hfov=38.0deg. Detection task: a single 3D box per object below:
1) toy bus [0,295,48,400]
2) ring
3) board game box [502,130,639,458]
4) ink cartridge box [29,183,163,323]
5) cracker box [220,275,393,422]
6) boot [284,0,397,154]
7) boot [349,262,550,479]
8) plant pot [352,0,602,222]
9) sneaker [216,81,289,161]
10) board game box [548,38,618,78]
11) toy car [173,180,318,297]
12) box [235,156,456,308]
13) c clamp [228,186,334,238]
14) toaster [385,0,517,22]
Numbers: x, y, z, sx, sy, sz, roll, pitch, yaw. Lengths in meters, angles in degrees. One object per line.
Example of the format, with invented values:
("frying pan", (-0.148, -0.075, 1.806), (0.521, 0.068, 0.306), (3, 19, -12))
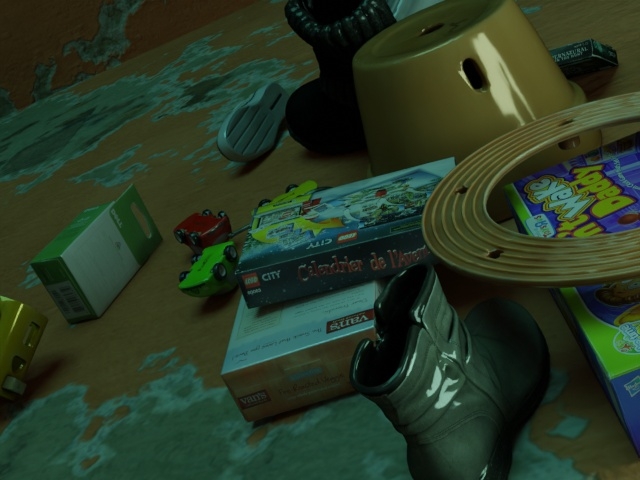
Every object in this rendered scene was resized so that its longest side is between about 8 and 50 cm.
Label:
("toy bus", (-0.419, 0.162, 1.159), (0.104, 0.202, 0.191), (14, 28, 12))
("ring", (0.249, -0.048, 0.785), (0.337, 0.032, 0.336), (-18, 25, 9))
("board game box", (0.307, 0.006, 0.771), (0.233, 0.078, 0.347), (-23, 23, 8))
("ink cartridge box", (-0.323, 0.016, 1.370), (0.062, 0.109, 0.209), (-12, 27, 28))
("cracker box", (-0.005, 0.076, 0.962), (0.156, 0.067, 0.232), (-18, 23, 13))
("boot", (0.017, -0.253, 1.353), (0.348, 0.260, 0.131), (1, 60, 46))
("boot", (0.107, 0.079, 0.721), (0.083, 0.161, 0.246), (-12, 27, 29))
("plant pot", (0.167, -0.168, 1.126), (0.291, 0.203, 0.291), (-22, 22, 10))
("sneaker", (-0.129, -0.196, 1.665), (0.091, 0.094, 0.258), (-34, 12, 32))
("board game box", (0.299, -0.234, 1.277), (0.186, 0.026, 0.126), (-11, -3, 31))
("toy car", (-0.121, 0.014, 1.233), (0.239, 0.053, 0.225), (-15, 26, 27))
("box", (0.036, -0.011, 0.966), (0.233, 0.044, 0.159), (-14, 25, 11))
("c clamp", (-0.022, -0.014, 1.123), (0.137, 0.022, 0.161), (-35, 32, -15))
("toaster", (0.197, -0.337, 1.379), (0.129, 0.227, 0.146), (-145, 75, -84))
